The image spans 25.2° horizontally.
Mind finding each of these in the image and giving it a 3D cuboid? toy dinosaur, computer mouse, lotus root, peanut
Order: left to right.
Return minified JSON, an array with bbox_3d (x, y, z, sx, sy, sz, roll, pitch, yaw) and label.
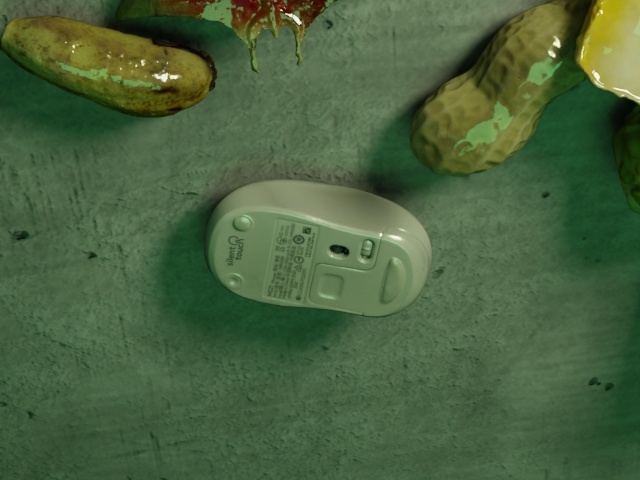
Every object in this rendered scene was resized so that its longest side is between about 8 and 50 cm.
[{"bbox_3d":[-0.250,-0.204,1.696,0.259,0.110,0.097,13,82,-14],"label":"lotus root"},{"bbox_3d":[-0.072,-0.297,1.667,0.327,0.113,0.206,-34,100,5],"label":"toy dinosaur"},{"bbox_3d":[0.000,0.000,1.886,0.297,0.121,0.184,8,129,2],"label":"computer mouse"},{"bbox_3d":[0.240,-0.189,1.772,0.298,0.120,0.136,-43,146,22],"label":"peanut"}]

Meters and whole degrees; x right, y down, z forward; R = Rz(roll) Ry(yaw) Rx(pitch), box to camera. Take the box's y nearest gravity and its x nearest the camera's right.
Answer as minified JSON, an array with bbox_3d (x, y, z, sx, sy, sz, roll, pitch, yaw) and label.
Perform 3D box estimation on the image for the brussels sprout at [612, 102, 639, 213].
[{"bbox_3d":[0.485,-0.113,1.826,0.223,0.223,0.161,-20,170,7],"label":"brussels sprout"}]

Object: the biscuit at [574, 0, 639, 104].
[{"bbox_3d":[0.543,-0.284,1.673,0.429,0.104,0.446,20,99,-4],"label":"biscuit"}]
